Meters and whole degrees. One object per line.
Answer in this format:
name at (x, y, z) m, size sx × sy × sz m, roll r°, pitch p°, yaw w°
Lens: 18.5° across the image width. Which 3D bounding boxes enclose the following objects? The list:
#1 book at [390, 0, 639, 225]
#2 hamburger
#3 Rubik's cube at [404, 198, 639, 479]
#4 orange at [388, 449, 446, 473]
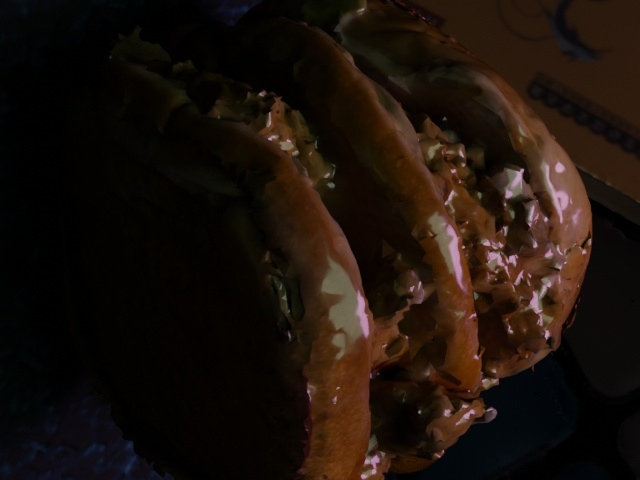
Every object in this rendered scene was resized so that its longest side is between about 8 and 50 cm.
book at (0.212, -0.186, 1.143) m, size 0.389 × 0.269 × 0.032 m, roll -55°, pitch 169°, yaw -27°
hamburger at (-0.010, -0.002, 0.934) m, size 0.211 × 0.260 × 0.245 m, roll -29°, pitch 84°, yaw -27°
Rubik's cube at (0.258, 0.080, 1.260) m, size 0.310 × 0.307 × 0.305 m, roll -20°, pitch 122°, yaw -48°
orange at (0.046, 0.098, 1.180) m, size 0.085 × 0.085 × 0.085 m, roll -27°, pitch 125°, yaw -47°
